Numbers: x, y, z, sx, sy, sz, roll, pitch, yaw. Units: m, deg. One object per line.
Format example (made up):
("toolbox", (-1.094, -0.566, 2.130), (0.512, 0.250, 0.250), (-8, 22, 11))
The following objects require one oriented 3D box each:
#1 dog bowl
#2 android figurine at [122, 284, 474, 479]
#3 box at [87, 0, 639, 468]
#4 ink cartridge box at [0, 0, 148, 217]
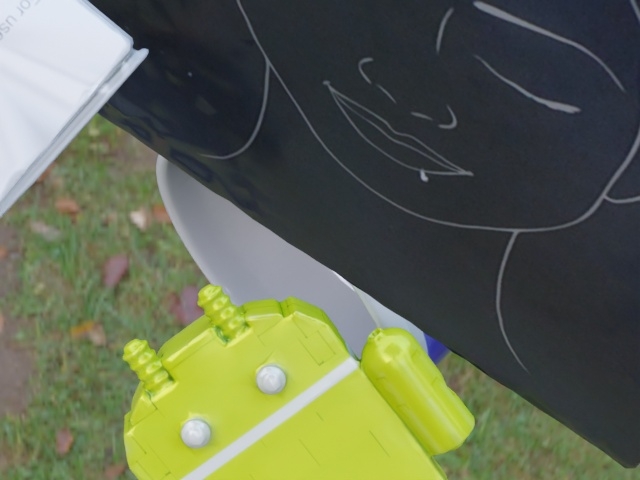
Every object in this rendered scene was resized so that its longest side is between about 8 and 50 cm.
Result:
("dog bowl", (0.000, 0.000, 1.159), (0.265, 0.265, 0.104), (40, 68, 22))
("android figurine", (-0.023, 0.153, 1.030), (0.248, 0.273, 0.056), (-34, 16, 3))
("box", (0.042, -0.227, 0.525), (0.480, 0.471, 0.297), (34, 67, 11))
("ink cartridge box", (-0.144, -0.070, 0.346), (0.191, 0.139, 0.082), (41, 81, -10))
